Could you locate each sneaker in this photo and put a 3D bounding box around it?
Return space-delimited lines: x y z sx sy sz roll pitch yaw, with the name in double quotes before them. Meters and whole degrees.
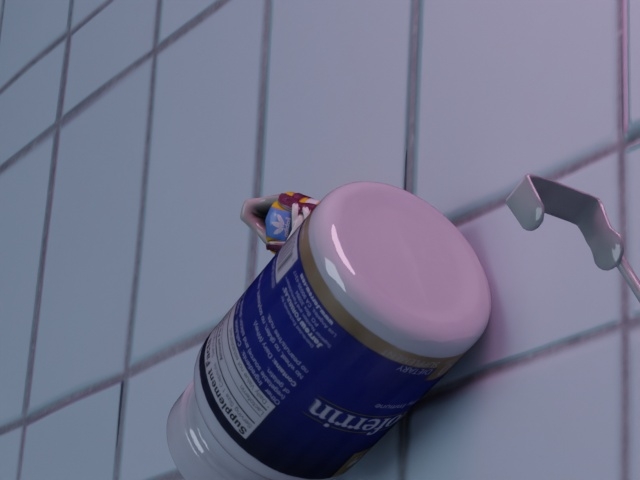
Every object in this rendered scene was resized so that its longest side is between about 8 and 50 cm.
"sneaker" 0.000 0.000 1.388 0.185 0.084 0.070 13 87 60

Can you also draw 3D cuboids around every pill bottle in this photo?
"pill bottle" -0.003 0.091 1.283 0.265 0.153 0.153 -50 38 37

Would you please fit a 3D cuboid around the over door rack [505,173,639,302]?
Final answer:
"over door rack" 0.270 0.015 0.796 0.239 0.108 0.324 -52 56 29
